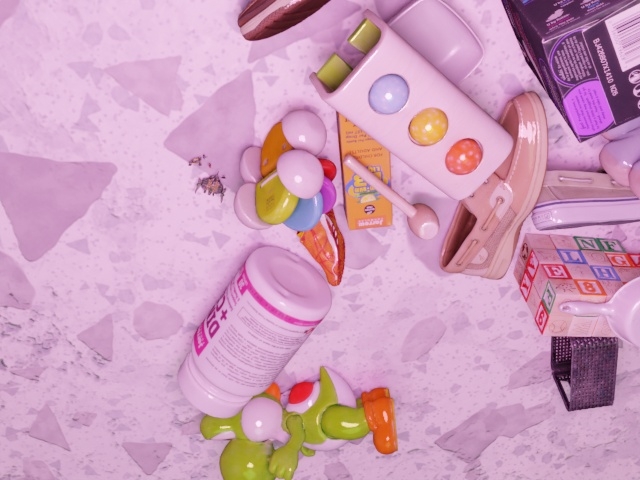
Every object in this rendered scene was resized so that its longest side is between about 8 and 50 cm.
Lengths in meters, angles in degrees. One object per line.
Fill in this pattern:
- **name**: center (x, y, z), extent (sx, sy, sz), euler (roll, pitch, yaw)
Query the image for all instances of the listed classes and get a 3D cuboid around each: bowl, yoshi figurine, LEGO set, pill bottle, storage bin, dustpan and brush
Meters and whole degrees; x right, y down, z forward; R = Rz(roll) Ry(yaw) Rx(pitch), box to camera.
- **bowl**: center (0.149, -0.278, 1.260), extent (0.142, 0.053, 0.142), euler (-40, 119, 21)
- **yoshi figurine**: center (-0.039, 0.377, 1.613), extent (0.363, 0.203, 0.203), euler (-5, 131, 2)
- **LEGO set**: center (-0.176, -0.098, 1.376), extent (0.054, 0.023, 0.083), euler (-10, 112, -1)
- **pill bottle**: center (-0.119, 0.161, 1.471), extent (0.160, 0.160, 0.283), euler (26, 118, -21)
- **storage bin**: center (0.477, 0.209, 1.581), extent (0.085, 0.122, 0.180), euler (-9, 125, 1)
- **dustpan and brush**: center (0.479, 0.111, 1.355), extent (0.211, 0.060, 0.147), euler (-2, 114, -13)

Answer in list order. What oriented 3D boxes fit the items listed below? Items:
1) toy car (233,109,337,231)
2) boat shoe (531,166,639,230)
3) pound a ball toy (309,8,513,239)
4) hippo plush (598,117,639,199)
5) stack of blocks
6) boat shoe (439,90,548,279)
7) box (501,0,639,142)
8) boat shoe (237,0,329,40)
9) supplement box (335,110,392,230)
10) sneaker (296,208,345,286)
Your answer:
- **toy car**: center (-0.037, -0.090, 1.300), extent (0.136, 0.181, 0.159), euler (30, 135, -29)
- **boat shoe**: center (0.469, -0.074, 1.387), extent (0.303, 0.109, 0.094), euler (-4, 85, -25)
- **pound a ball toy**: center (0.123, -0.136, 1.218), extent (0.319, 0.135, 0.208), euler (34, 106, -32)
- **hippo plush**: center (0.574, -0.178, 1.312), extent (0.237, 0.234, 0.294), euler (8, 82, -31)
- **stack of blocks**: center (0.498, 0.078, 1.464), extent (0.297, 0.171, 0.087), euler (3, 124, -8)
- **boat shoe**: center (0.268, -0.076, 1.368), extent (0.110, 0.121, 0.341), euler (3, 125, -8)
- **box**: center (0.344, -0.278, 1.145), extent (0.143, 0.270, 0.165), euler (-25, 123, 11)
- **boat shoe**: center (-0.015, -0.371, 1.174), extent (0.258, 0.095, 0.095), euler (-30, 88, 18)
- **supplement box**: center (0.068, -0.131, 1.338), extent (0.078, 0.080, 0.233), euler (-7, 126, -1)
- **sneaker**: center (0.000, 0.000, 1.442), extent (0.068, 0.064, 0.175), euler (-6, 120, 20)
